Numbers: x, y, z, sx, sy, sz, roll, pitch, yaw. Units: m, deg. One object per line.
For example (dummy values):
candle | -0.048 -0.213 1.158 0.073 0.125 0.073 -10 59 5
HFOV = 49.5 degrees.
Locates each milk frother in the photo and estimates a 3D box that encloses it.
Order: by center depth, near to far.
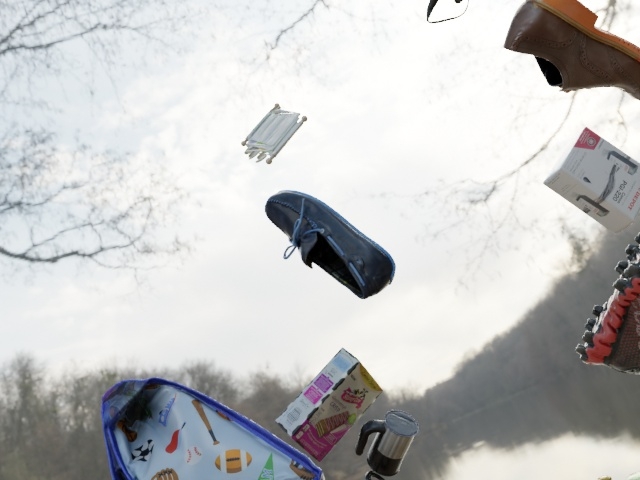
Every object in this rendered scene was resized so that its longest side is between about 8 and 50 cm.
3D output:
milk frother | 0.159 0.488 1.587 0.129 0.143 0.135 2 -58 -28

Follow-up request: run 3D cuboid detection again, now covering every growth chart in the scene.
growth chart | -0.123 -0.264 1.712 0.172 0.237 0.021 -48 -60 -4

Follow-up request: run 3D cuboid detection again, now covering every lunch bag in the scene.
lunch bag | -0.185 0.420 1.160 0.239 0.385 0.328 -46 -30 -28

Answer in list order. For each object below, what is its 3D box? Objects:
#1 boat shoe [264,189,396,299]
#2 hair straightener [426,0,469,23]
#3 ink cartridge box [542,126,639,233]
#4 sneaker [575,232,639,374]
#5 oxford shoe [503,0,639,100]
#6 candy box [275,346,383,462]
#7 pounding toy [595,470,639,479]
boat shoe | 0.000 0.000 1.122 0.089 0.258 0.109 -41 -34 -32
hair straightener | 0.259 -0.484 1.223 0.231 0.089 0.047 -60 -23 16
ink cartridge box | 0.679 -0.145 1.684 0.159 0.217 0.092 -53 -2 -23
sneaker | 0.455 0.092 0.945 0.098 0.135 0.276 -50 -25 -38
oxford shoe | 0.467 -0.318 1.233 0.363 0.130 0.133 22 -70 -27
candy box | 0.025 0.389 1.637 0.233 0.071 0.159 -47 -45 -11
pounding toy | 0.515 0.483 1.236 0.236 0.110 0.183 -32 -43 -41
